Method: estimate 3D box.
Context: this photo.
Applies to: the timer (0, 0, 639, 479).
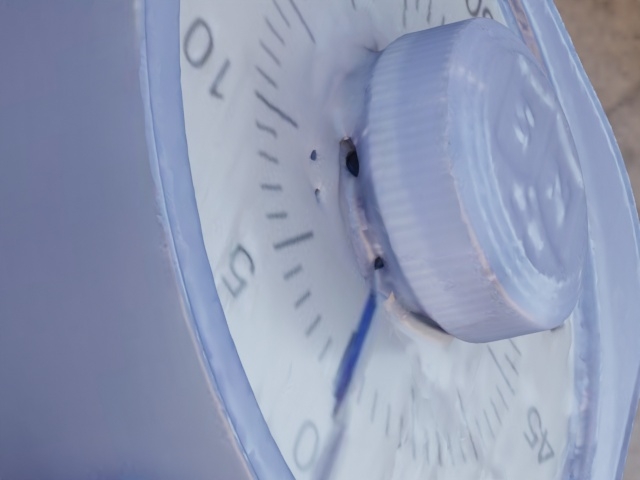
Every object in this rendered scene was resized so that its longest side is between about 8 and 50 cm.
[{"bbox_3d":[0.000,0.000,0.655,0.395,0.173,0.394,29,56,-55],"label":"timer"}]
